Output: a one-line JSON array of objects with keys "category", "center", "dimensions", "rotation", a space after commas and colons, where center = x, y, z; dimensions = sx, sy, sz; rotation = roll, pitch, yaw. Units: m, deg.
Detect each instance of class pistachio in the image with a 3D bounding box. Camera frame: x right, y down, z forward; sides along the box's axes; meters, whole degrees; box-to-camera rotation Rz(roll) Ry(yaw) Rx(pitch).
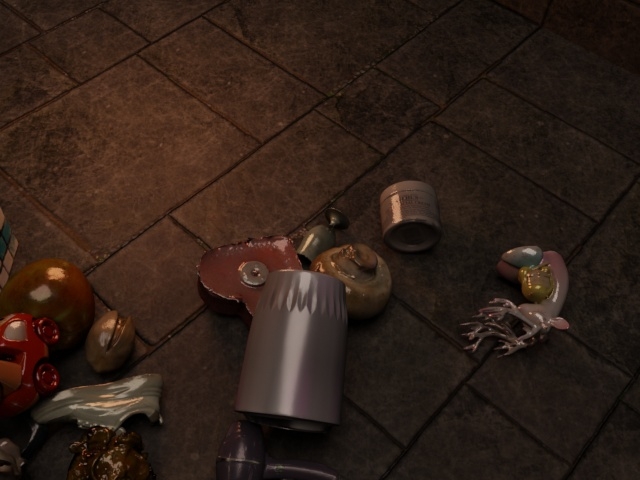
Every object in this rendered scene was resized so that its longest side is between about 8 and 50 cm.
[{"category": "pistachio", "center": [-0.550, 0.263, 1.799], "dimensions": [0.125, 0.124, 0.184], "rotation": [7, 38, 2]}]

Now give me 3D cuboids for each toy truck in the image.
[{"category": "toy truck", "center": [-0.745, 0.279, 1.570], "dimensions": [0.189, 0.239, 0.264], "rotation": [-26, 57, 16]}]

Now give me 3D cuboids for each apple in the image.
[{"category": "apple", "center": [-0.717, 0.171, 1.811], "dimensions": [0.247, 0.246, 0.226], "rotation": [-6, 34, -7]}]

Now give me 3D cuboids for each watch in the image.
[{"category": "watch", "center": [-0.771, 0.469, 1.660], "dimensions": [0.193, 0.068, 0.206], "rotation": [-34, 59, -21]}]

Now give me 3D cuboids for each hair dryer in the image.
[{"category": "hair dryer", "center": [-0.071, 0.588, 1.598], "dimensions": [0.362, 0.121, 0.300], "rotation": [7, 62, -5]}]

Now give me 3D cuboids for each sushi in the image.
[{"category": "sushi", "center": [-0.474, 0.535, 1.543], "dimensions": [0.200, 0.204, 0.213], "rotation": [-2, 59, -10]}]

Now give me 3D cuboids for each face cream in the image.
[{"category": "face cream", "center": [0.268, -0.067, 2.038], "dimensions": [0.178, 0.177, 0.152], "rotation": [1, 54, -3]}]

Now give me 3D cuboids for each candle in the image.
[{"category": "candle", "center": [-0.175, 0.110, 1.918], "dimensions": [0.317, 0.131, 0.287], "rotation": [26, 58, 4]}]

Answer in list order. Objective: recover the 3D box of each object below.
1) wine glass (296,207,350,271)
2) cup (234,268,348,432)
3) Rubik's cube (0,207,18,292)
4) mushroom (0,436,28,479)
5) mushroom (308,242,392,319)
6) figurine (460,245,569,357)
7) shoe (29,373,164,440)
[{"category": "wine glass", "center": [0.000, 0.000, 2.028], "dimensions": [0.093, 0.092, 0.202], "rotation": [25, 56, 15]}, {"category": "cup", "center": [-0.059, 0.273, 1.672], "dimensions": [0.254, 0.253, 0.371], "rotation": [7, 72, 2]}, {"category": "Rubik's cube", "center": [-1.004, 0.028, 1.852], "dimensions": [0.254, 0.258, 0.256], "rotation": [-1, 54, -2]}, {"category": "mushroom", "center": [-0.886, 0.540, 1.476], "dimensions": [0.314, 0.224, 0.397], "rotation": [37, 77, 21]}, {"category": "mushroom", "center": [0.086, 0.112, 1.893], "dimensions": [0.255, 0.184, 0.254], "rotation": [21, 36, -17]}, {"category": "figurine", "center": [0.537, 0.178, 1.883], "dimensions": [0.285, 0.206, 0.315], "rotation": [9, 47, -4]}, {"category": "shoe", "center": [-0.525, 0.431, 1.664], "dimensions": [0.317, 0.124, 0.159], "rotation": [-13, 69, -21]}]
